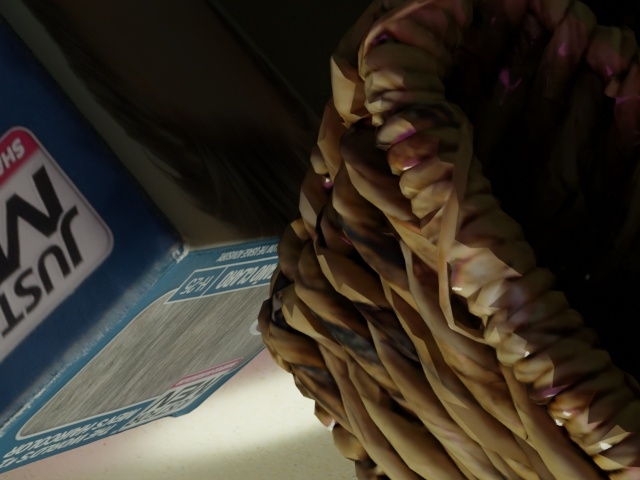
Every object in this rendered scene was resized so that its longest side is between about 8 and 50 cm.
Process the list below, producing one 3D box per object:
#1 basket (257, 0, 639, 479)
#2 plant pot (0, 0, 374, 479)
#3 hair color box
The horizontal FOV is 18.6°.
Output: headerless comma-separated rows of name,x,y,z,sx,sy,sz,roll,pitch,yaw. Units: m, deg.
basket,0.153,0.003,0.444,0.299,0.213,0.223,36,140,8
plant pot,0.000,0.000,0.733,0.274,0.256,0.256,-10,138,36
hair color box,-0.143,-0.101,0.578,0.347,0.105,0.174,51,-162,10
